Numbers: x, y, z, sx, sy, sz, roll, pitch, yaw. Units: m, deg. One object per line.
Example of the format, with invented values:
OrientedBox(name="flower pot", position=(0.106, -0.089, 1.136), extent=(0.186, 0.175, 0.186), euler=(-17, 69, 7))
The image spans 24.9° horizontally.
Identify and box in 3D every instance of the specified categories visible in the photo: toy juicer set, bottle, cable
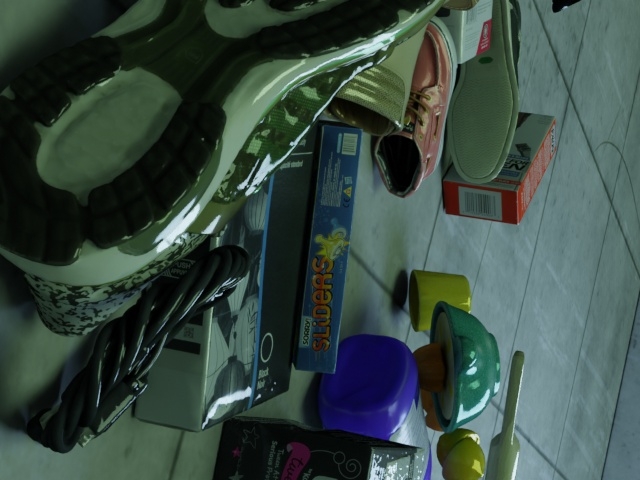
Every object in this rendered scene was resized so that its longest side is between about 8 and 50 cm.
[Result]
OrientedBox(name="toy juicer set", position=(0.134, 0.165, 1.484), extent=(0.329, 0.089, 0.209), euler=(-118, -153, -74))
OrientedBox(name="bottle", position=(0.064, 0.223, 1.477), extent=(0.283, 0.092, 0.118), euler=(77, 24, -44))
OrientedBox(name="cable", position=(-0.114, 0.059, 0.922), extent=(0.184, 0.047, 0.150), euler=(-45, 175, -21))

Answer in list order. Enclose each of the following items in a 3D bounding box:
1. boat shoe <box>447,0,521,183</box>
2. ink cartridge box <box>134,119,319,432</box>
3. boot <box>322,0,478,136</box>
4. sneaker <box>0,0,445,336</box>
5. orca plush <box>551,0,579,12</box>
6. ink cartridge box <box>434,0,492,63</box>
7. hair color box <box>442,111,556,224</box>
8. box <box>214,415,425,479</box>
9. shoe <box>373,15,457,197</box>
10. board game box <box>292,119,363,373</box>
OrientedBox(name="boat shoe", position=(0.194, -0.182, 1.650), extent=(0.079, 0.084, 0.233), euler=(-15, 108, -69))
OrientedBox(name="ink cartridge box", position=(-0.064, -0.034, 1.099), extent=(0.165, 0.065, 0.333), euler=(-15, 111, -66))
OrientedBox(name="boot", position=(0.071, -0.193, 1.322), extent=(0.262, 0.095, 0.204), euler=(17, 82, -65))
OrientedBox(name="sneaker", position=(-0.066, -0.088, 0.948), extent=(0.410, 0.158, 0.182), euler=(-41, 161, -29))
OrientedBox(name="orca plush", position=(0.156, -0.319, 1.377), extent=(0.102, 0.151, 0.287), euler=(-51, 123, -18))
OrientedBox(name="ink cartridge box", position=(0.137, -0.268, 1.504), extent=(0.109, 0.063, 0.151), euler=(-33, 128, -62))
OrientedBox(name="hair color box", position=(0.217, -0.092, 1.733), extent=(0.167, 0.093, 0.053), euler=(-56, 148, -48))
OrientedBox(name="box", position=(-0.010, 0.287, 1.251), extent=(0.163, 0.142, 0.247), euler=(21, 79, -68))
OrientedBox(name="shoe", position=(0.095, -0.133, 1.450), extent=(0.081, 0.063, 0.178), euler=(-54, 150, -58))
OrientedBox(name="board game box", position=(0.000, 0.000, 1.227), extent=(0.136, 0.035, 0.201), euler=(-134, -130, -81))
